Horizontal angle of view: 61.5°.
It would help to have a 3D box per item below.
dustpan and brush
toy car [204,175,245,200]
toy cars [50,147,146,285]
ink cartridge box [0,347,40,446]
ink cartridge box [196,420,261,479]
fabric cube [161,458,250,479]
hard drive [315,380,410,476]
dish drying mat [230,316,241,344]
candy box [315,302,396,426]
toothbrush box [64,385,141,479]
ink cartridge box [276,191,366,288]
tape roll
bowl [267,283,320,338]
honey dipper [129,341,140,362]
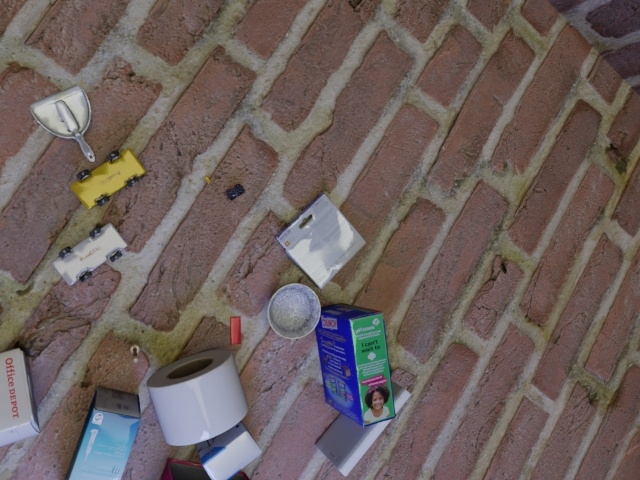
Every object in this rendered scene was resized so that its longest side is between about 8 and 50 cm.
[{"bbox_3d":[-0.667,-0.305,1.451,0.147,0.060,0.211,-31,101,-18],"label":"dustpan and brush"},{"bbox_3d":[-0.285,-0.172,1.608,0.122,0.040,0.060,39,99,-19],"label":"toy car"},{"bbox_3d":[-0.601,-0.066,1.471,0.176,0.087,0.394,14,89,-15],"label":"toy cars"},{"bbox_3d":[-0.856,0.412,1.308,0.282,0.117,0.207,-14,61,-23],"label":"ink cartridge box"},{"bbox_3d":[-0.269,0.590,1.540,0.148,0.203,0.086,-35,100,-17],"label":"ink cartridge box"},{"bbox_3d":[-0.334,0.800,1.491,0.258,0.254,0.259,19,84,-20],"label":"fabric cube"},{"bbox_3d":[0.129,0.566,1.689,0.307,0.203,0.040,-46,107,-14],"label":"hard drive"},{"bbox_3d":[-0.259,0.275,1.643,0.032,0.008,0.084,-1,90,-21],"label":"dish drying mat"},{"bbox_3d":[0.097,0.364,1.640,0.122,0.268,0.318,-11,95,-24],"label":"candy box"},{"bbox_3d":[-0.581,0.565,1.414,0.126,0.216,0.296,21,83,-19],"label":"toothbrush box"},{"bbox_3d":[0.000,0.000,1.716,0.223,0.045,0.224,-44,104,-15],"label":"ink cartridge box"},{"bbox_3d":[-0.337,0.427,1.490,0.245,0.246,0.169,-19,97,-19],"label":"tape roll"},{"bbox_3d":[-0.091,0.214,1.667,0.169,0.080,0.170,-1,91,-20],"label":"bowl"},{"bbox_3d":[-0.505,0.308,1.468,0.030,0.160,0.031,-1,92,-22],"label":"honey dipper"}]
